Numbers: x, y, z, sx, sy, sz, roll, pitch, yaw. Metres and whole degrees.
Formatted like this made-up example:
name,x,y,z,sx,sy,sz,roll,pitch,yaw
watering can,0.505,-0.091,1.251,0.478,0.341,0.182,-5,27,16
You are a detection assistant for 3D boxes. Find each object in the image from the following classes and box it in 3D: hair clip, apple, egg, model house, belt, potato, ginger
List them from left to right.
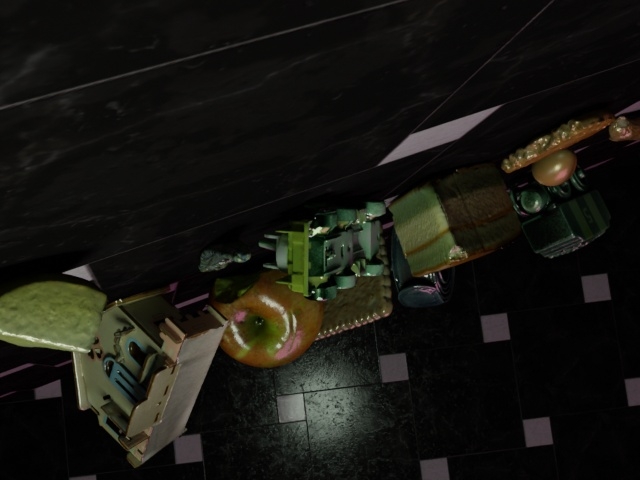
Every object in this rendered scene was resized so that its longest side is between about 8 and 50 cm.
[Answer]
name,x,y,z,sx,sy,sz,roll,pitch,yaw
potato,-0.303,0.060,0.723,0.149,0.081,0.120,-4,157,44
model house,-0.331,0.204,1.276,0.169,0.244,0.326,-17,140,-49
hair clip,-0.134,0.020,1.029,0.066,0.036,0.229,-15,179,-17
apple,-0.113,0.137,1.527,0.246,0.246,0.226,-23,-165,14
belt,0.212,0.035,1.515,0.116,0.207,0.267,-6,-159,21
egg,0.468,-0.151,1.446,0.080,0.080,0.096,-20,177,-18
ginger,0.707,-0.247,1.473,0.333,0.081,0.148,-18,-170,-22

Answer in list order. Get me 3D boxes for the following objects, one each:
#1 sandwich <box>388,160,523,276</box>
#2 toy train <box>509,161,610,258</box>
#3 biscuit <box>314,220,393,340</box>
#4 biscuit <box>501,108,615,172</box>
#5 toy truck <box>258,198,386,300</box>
name,x,y,z,sx,sy,sz,roll,pitch,yaw
sandwich,0.206,-0.023,1.282,0.198,0.155,0.227,-26,173,42
toy train,0.640,-0.085,1.950,0.299,0.238,0.167,-17,171,-45
biscuit,0.033,0.099,1.582,0.044,0.217,0.324,9,154,-39
biscuit,0.409,-0.176,1.216,0.144,0.033,0.224,-22,175,-20
toy truck,0.004,0.000,1.074,0.135,0.128,0.259,5,-170,28
